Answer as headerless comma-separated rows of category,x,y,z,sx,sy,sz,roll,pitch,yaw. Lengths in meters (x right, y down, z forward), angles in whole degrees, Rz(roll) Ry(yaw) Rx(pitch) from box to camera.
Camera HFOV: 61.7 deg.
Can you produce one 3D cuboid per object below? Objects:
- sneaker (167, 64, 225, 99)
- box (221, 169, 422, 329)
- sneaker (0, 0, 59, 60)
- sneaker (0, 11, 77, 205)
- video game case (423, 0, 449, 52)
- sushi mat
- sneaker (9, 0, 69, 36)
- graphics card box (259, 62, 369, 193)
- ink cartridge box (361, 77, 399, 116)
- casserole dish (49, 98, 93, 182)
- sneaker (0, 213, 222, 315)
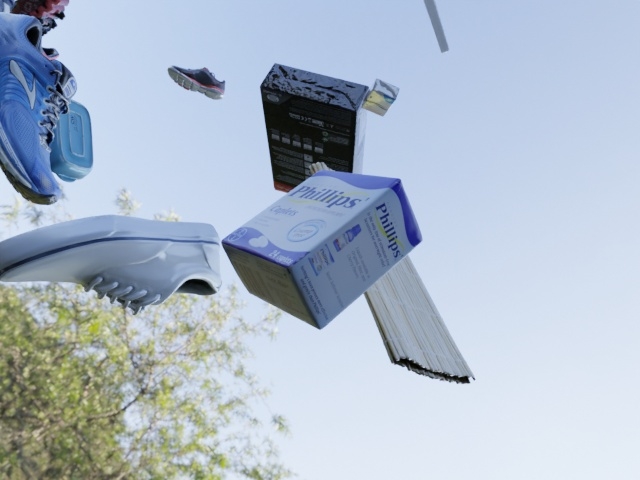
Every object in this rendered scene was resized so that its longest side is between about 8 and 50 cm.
sneaker,-0.323,-0.428,1.411,0.158,0.065,0.061,21,-15,-27
box,0.000,0.000,0.503,0.126,0.137,0.072,16,-42,52
sneaker,-0.848,-0.628,1.483,0.131,0.148,0.350,49,-19,25
sneaker,-0.448,-0.215,0.827,0.130,0.147,0.330,-34,-107,66
video game case,0.234,-0.544,1.174,0.023,0.183,0.201,-16,-33,19
sushi mat,0.084,0.032,0.676,0.019,0.151,0.316,-42,-133,24
sneaker,-0.640,-0.577,1.229,0.276,0.097,0.135,-40,-73,11
graphics card box,-0.012,-0.237,1.310,0.233,0.094,0.371,18,-29,13
ink cartridge box,0.108,-0.262,1.003,0.048,0.028,0.083,22,-19,-7
casserole dish,-0.504,-0.211,1.079,0.037,0.114,0.188,-12,-101,19
sneaker,-0.198,0.030,0.560,0.094,0.258,0.091,-27,-104,37
